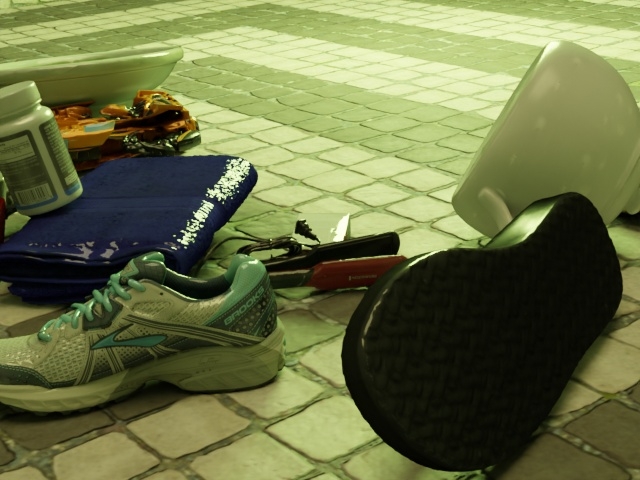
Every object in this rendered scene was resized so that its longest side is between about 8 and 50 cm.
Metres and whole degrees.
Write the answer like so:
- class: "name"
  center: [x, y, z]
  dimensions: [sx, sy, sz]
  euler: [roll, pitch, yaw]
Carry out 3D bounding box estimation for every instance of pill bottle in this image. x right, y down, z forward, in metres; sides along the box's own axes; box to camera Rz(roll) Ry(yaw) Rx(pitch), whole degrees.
- class: "pill bottle"
  center: [-0.326, -0.104, 1.212]
  dimensions: [0.078, 0.137, 0.078]
  euler: [-15, 20, 6]

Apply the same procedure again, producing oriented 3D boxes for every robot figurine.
- class: "robot figurine"
  center: [-0.326, -0.168, 1.646]
  dimensions: [0.291, 0.085, 0.211]
  euler: [-12, 24, -21]

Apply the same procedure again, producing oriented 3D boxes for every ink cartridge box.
- class: "ink cartridge box"
  center: [0.000, 0.000, 1.247]
  dimensions: [0.063, 0.029, 0.115]
  euler: [0, 22, 6]

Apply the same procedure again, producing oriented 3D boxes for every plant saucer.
- class: "plant saucer"
  center: [-0.427, -0.259, 1.833]
  dimensions: [0.401, 0.100, 0.400]
  euler: [-5, 12, 1]

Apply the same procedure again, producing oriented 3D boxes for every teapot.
- class: "teapot"
  center: [0.276, -0.083, 1.206]
  dimensions: [0.187, 0.256, 0.252]
  euler: [32, 4, 3]

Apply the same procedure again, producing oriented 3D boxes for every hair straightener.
- class: "hair straightener"
  center: [-0.025, 0.021, 1.164]
  dimensions: [0.231, 0.047, 0.089]
  euler: [-10, 43, -2]

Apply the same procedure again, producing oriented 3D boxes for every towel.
- class: "towel"
  center: [-0.213, -0.016, 1.250]
  dimensions: [0.228, 0.076, 0.308]
  euler: [0, 23, 14]

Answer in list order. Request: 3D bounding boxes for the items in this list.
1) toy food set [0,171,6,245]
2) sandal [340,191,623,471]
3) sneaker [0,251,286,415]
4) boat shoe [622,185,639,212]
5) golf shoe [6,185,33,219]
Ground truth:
- class: "toy food set"
  center: [-0.407, -0.004, 1.200]
  dimensions: [0.111, 0.104, 0.232]
  euler: [4, 24, -10]
- class: "sandal"
  center: [0.136, 0.075, 0.914]
  dimensions: [0.107, 0.167, 0.446]
  euler: [-19, 1, 36]
- class: "sneaker"
  center: [-0.174, 0.069, 0.961]
  dimensions: [0.283, 0.122, 0.110]
  euler: [-7, 21, -11]
- class: "boat shoe"
  center: [0.364, -0.124, 1.405]
  dimensions: [0.122, 0.110, 0.341]
  euler: [-8, 22, -13]
- class: "golf shoe"
  center: [-0.399, -0.068, 1.350]
  dimensions: [0.198, 0.093, 0.077]
  euler: [-6, -7, -33]
